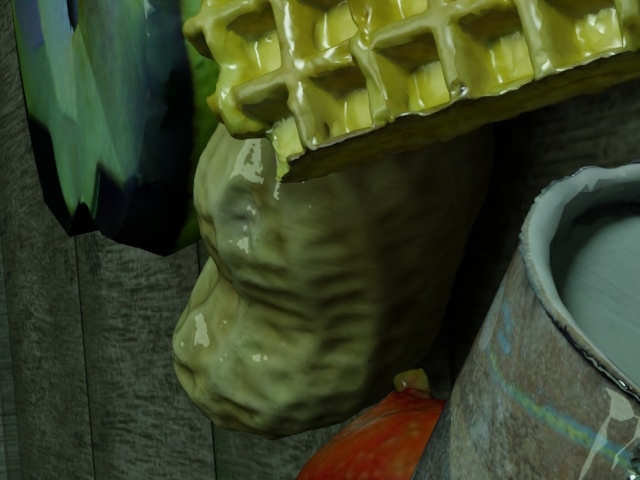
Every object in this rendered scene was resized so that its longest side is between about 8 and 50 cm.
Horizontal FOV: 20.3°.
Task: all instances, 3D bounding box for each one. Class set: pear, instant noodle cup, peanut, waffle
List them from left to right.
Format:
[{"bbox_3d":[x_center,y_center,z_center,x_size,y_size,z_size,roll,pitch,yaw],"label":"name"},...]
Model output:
[{"bbox_3d":[-0.074,-0.181,1.096,0.399,0.165,0.399,175,90,-71],"label":"pear"},{"bbox_3d":[0.000,0.000,0.953,0.325,0.153,0.140,115,149,-43],"label":"peanut"},{"bbox_3d":[0.032,-0.152,0.786,0.229,0.057,0.219,-15,76,31],"label":"waffle"},{"bbox_3d":[0.118,0.103,0.575,0.217,0.217,0.207,-119,38,-50],"label":"instant noodle cup"}]

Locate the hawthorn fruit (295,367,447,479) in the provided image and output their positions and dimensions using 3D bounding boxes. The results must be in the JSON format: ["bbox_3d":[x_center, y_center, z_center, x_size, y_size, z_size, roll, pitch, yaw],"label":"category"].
[{"bbox_3d":[0.053,0.151,0.834,0.169,0.169,0.188,111,147,-51],"label":"hawthorn fruit"}]
